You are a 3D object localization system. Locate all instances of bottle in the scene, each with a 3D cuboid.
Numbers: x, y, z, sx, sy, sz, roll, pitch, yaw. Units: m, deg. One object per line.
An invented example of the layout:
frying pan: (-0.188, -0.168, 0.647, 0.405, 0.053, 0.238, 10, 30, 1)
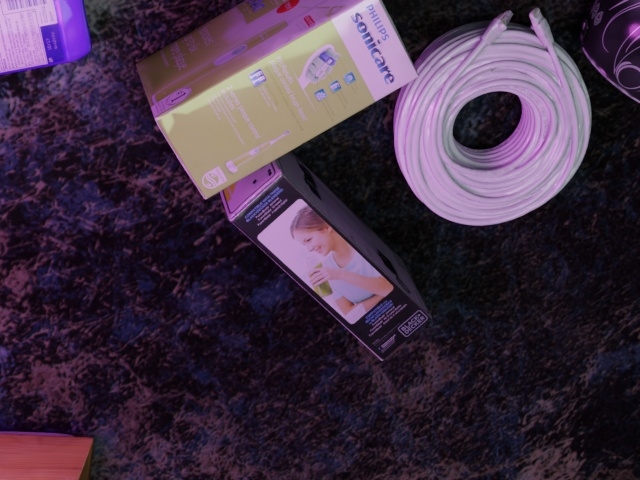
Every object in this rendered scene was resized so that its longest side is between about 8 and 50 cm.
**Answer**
bottle: (-0.406, -0.239, 1.742, 0.283, 0.092, 0.118, -12, 116, -8)

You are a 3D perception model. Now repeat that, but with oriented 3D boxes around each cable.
cable: (0.213, -0.149, 1.940, 0.257, 0.089, 0.257, -36, 118, 5)

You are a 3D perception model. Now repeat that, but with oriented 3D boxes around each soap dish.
soap dish: (-0.447, 0.361, 1.999, 0.291, 0.118, 0.229, 4, 114, -14)

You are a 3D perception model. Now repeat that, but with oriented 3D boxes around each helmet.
helmet: (0.420, -0.265, 1.895, 0.169, 0.169, 0.161, 27, 122, -23)

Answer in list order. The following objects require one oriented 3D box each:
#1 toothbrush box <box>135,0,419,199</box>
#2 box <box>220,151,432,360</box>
toothbrush box: (-0.056, -0.198, 1.785, 0.283, 0.206, 0.122, -28, 117, 1)
box: (0.000, 0.000, 1.914, 0.087, 0.169, 0.290, -41, 118, 10)
